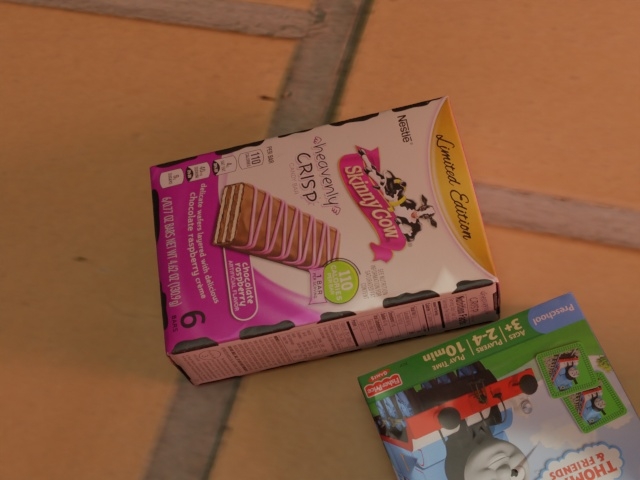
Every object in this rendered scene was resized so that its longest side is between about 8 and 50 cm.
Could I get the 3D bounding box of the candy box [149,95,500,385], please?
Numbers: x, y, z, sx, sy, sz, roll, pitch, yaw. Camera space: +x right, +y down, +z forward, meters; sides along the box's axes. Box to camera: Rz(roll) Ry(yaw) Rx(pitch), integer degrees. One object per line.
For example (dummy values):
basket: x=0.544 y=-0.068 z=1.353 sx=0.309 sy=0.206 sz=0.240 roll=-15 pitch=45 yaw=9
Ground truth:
candy box: x=0.000 y=0.000 z=0.703 sx=0.233 sy=0.071 sz=0.159 roll=-13 pitch=62 yaw=4

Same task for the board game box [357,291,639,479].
board game box: x=0.135 y=0.156 z=0.616 sx=0.160 sy=0.039 sz=0.211 roll=-22 pitch=63 yaw=0
